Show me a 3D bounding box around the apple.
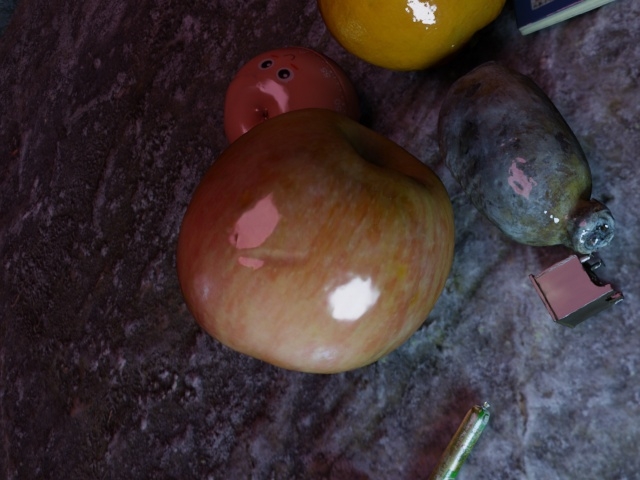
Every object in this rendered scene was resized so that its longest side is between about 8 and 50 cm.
[{"bbox_3d":[0.000,0.000,1.058,0.391,0.391,0.346,44,114,40],"label":"apple"}]

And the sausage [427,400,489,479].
[{"bbox_3d":[0.174,0.346,1.044,0.033,0.033,0.269,36,103,42],"label":"sausage"}]

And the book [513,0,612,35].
[{"bbox_3d":[0.406,-0.547,1.073,0.300,0.039,0.428,-15,68,38],"label":"book"}]

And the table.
[{"bbox_3d":[0.336,0.062,0.943,0.082,0.083,0.070,-35,60,23],"label":"table"}]

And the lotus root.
[{"bbox_3d":[0.264,-0.110,0.987,0.175,0.175,0.349,-44,44,25],"label":"lotus root"}]

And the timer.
[{"bbox_3d":[-0.050,-0.219,1.258,0.229,0.215,0.229,15,117,31],"label":"timer"}]

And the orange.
[{"bbox_3d":[0.140,-0.409,1.105,0.312,0.312,0.312,-13,70,39],"label":"orange"}]
